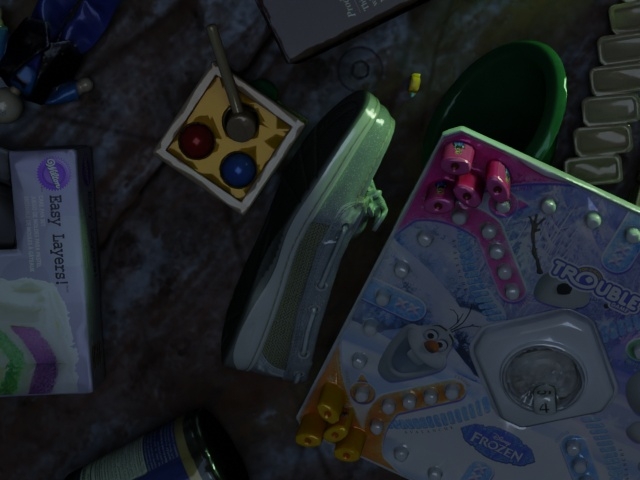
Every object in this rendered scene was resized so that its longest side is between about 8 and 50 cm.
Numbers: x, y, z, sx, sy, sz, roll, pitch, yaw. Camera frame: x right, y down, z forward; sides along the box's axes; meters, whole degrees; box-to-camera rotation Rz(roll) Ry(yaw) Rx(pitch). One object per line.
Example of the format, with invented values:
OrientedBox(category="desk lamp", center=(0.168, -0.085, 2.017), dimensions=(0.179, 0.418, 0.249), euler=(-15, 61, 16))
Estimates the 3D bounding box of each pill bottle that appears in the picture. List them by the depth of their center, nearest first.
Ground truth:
OrientedBox(category="pill bottle", center=(-0.189, 0.272, 1.268), dimensions=(0.219, 0.123, 0.123), euler=(-28, 96, 6))

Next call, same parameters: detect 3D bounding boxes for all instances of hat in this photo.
OrientedBox(category="hat", center=(0.219, -0.072, 1.240), dimensions=(0.183, 0.173, 0.208), euler=(26, 122, -34))

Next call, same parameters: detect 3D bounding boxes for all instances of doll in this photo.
OrientedBox(category="doll", center=(-0.278, -0.198, 1.245), dimensions=(0.129, 0.046, 0.189), euler=(34, 104, -12))

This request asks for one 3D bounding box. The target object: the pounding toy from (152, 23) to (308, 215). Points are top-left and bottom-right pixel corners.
OrientedBox(category="pounding toy", center=(-0.088, -0.119, 1.221), dimensions=(0.130, 0.100, 0.141), euler=(34, 98, -3))

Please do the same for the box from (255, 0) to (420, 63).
OrientedBox(category="box", center=(0.027, -0.282, 1.161), dimensions=(0.203, 0.167, 0.168), euler=(-25, 97, 6))

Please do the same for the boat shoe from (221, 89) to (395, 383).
OrientedBox(category="boat shoe", center=(0.000, 0.002, 1.218), dimensions=(0.103, 0.118, 0.320), euler=(20, 112, -15))

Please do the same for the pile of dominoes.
OrientedBox(category="pile of dominoes", center=(0.361, -0.147, 1.244), dimensions=(0.196, 0.040, 0.251), euler=(15, 90, 1))

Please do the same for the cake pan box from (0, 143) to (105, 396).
OrientedBox(category="cake pan box", center=(-0.353, 0.028, 1.270), dimensions=(0.245, 0.070, 0.267), euler=(-1, 97, 0))

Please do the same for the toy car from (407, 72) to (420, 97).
OrientedBox(category="toy car", center=(0.051, -0.125, 1.245), dimensions=(0.060, 0.040, 0.122), euler=(28, 98, -2))

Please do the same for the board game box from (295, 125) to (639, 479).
OrientedBox(category="board game box", center=(0.215, 0.133, 1.195), dimensions=(0.390, 0.050, 0.390), euler=(25, 121, -1))
